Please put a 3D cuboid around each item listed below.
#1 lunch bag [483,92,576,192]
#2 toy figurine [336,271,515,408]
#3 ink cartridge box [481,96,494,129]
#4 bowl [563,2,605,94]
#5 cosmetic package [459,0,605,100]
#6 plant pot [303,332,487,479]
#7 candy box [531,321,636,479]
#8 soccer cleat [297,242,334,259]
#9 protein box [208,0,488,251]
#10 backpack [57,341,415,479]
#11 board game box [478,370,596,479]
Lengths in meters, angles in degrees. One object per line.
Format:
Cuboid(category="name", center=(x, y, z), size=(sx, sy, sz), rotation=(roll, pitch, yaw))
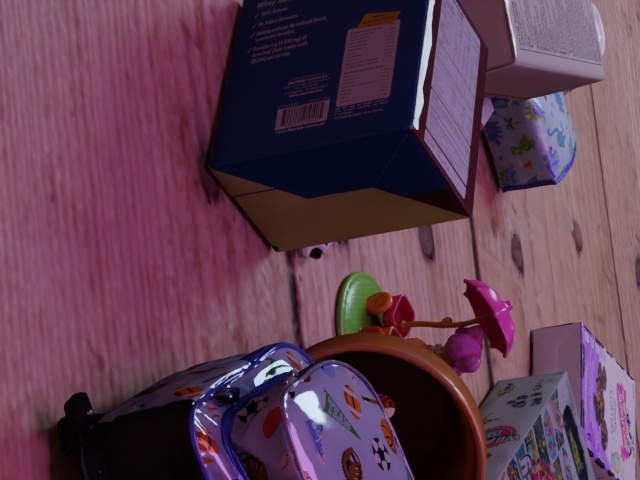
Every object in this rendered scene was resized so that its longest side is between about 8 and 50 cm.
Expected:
Cuboid(category="lunch bag", center=(0.259, -0.148, 2.362), size=(0.151, 0.096, 0.129), rotation=(-45, 121, -49))
Cuboid(category="toy figurine", center=(0.109, 0.098, 1.879), size=(0.130, 0.159, 0.173), rotation=(61, 32, -34))
Cuboid(category="ink cartridge box", center=(0.130, -0.186, 2.141), size=(0.150, 0.063, 0.109), rotation=(70, 27, -19))
Cuboid(category="bowl", center=(0.329, -0.271, 2.572), size=(0.170, 0.080, 0.170), rotation=(32, 54, -58))
Cuboid(category="cosmetic package", center=(0.201, -0.244, 2.106), size=(0.309, 0.113, 0.160), rotation=(-1, 79, -63))
Cuboid(category="plant pot", center=(0.047, 0.170, 1.708), size=(0.188, 0.205, 0.205), rotation=(-53, 129, -78))
Cuboid(category="candy box", center=(0.327, 0.215, 2.396), size=(0.196, 0.070, 0.165), rotation=(43, 44, -52))
Cuboid(category="soccer cleat", center=(0.000, 0.000, 1.845), size=(0.083, 0.029, 0.036), rotation=(-4, 93, -62))
Cuboid(category="protein box", center=(0.029, -0.122, 1.745), size=(0.136, 0.199, 0.201), rotation=(53, 36, -44))
Cuboid(category="backpack", center=(-0.044, 0.198, 1.488), size=(0.263, 0.213, 0.276), rotation=(-47, 120, -72))
Cuboid(category="board game box", center=(0.216, 0.306, 2.104), size=(0.303, 0.097, 0.224), rotation=(-44, 120, -60))
